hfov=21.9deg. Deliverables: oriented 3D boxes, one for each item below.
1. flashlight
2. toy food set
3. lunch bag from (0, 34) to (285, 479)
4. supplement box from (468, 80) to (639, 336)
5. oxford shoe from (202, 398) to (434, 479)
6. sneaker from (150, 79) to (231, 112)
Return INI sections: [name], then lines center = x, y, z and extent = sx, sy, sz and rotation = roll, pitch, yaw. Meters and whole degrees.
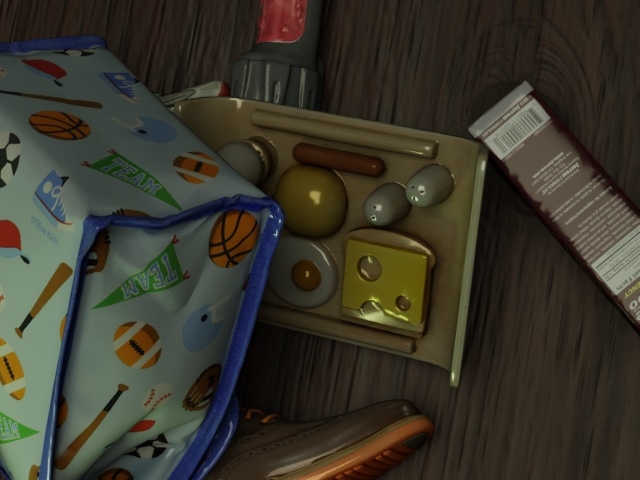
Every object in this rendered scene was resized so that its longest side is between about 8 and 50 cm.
[flashlight]
center = -0.040, -0.260, 1.608
extent = 0.103, 0.103, 0.304
rotation = 6, 82, 13
[toy food set]
center = 0.000, 0.000, 1.509
extent = 0.306, 0.092, 0.220
rotation = 12, 109, 23
[lunch bag]
center = -0.225, 0.056, 1.474
extent = 0.328, 0.239, 0.385
rotation = 42, 127, 42
[supplement box]
center = 0.242, -0.023, 1.495
extent = 0.073, 0.130, 0.239
rotation = -40, 76, 5
[oxford shoe]
center = -0.075, 0.196, 1.539
extent = 0.363, 0.130, 0.133
rotation = -19, 72, 10
[sneaker]
center = -0.199, -0.131, 1.633
extent = 0.225, 0.088, 0.093
rotation = -10, 79, 11
